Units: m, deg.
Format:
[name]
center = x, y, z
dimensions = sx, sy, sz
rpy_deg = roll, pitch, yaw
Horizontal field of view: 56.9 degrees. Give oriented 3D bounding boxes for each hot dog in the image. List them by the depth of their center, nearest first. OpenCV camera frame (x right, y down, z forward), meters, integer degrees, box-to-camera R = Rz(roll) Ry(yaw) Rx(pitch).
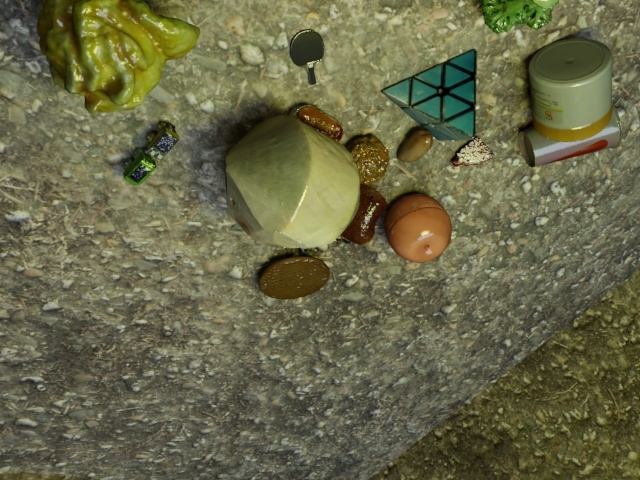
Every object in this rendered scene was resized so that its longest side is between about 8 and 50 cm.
[hot dog]
center = -0.014, -0.332, 1.733
dimensions = 0.191, 0.059, 0.108
rpy_deg = 17, 126, -38

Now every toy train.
[toy train]
center = -0.460, -0.234, 1.600
dimensions = 0.202, 0.081, 0.060
rpy_deg = -43, 133, 17

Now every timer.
[timer]
center = 0.338, -0.043, 2.059
dimensions = 0.230, 0.214, 0.229
rpy_deg = -8, 133, -9

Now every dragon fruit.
[dragon fruit]
center = 0.517, -0.290, 2.032
dimensions = 0.131, 0.063, 0.097
rpy_deg = -37, 103, 11

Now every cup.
[cup]
center = 0.842, -0.360, 2.023
dimensions = 0.289, 0.203, 0.203
rpy_deg = -19, 136, 2

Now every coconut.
[coconut]
center = -0.103, -0.152, 1.643
dimensions = 0.416, 0.344, 0.415
rpy_deg = 5, 168, 1

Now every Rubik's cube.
[Rubik's cube]
center = 0.367, -0.407, 1.773
dimensions = 0.233, 0.228, 0.229
rpy_deg = -14, -166, 41

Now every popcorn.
[popcorn]
center = -0.435, -0.437, 1.282
dimensions = 0.326, 0.289, 0.321
rpy_deg = 6, 133, -5

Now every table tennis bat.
[table tennis bat]
center = -0.032, -0.494, 1.600
dimensions = 0.095, 0.014, 0.158
rpy_deg = -19, 134, -9

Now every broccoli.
[broccoli]
center = 0.551, -0.662, 1.528
dimensions = 0.269, 0.269, 0.254
rpy_deg = -27, 121, 1

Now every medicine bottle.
[medicine bottle]
center = 0.776, -0.467, 1.839
dimensions = 0.238, 0.237, 0.231
rpy_deg = -27, 135, 1

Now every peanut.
[peanut]
center = 0.304, -0.299, 1.895
dimensions = 0.076, 0.076, 0.152
rpy_deg = 7, 149, -30

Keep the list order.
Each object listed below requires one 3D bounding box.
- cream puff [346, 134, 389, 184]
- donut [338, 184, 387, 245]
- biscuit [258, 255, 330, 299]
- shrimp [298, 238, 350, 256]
[cream puff]
center = 0.146, -0.243, 1.846
dimensions = 0.150, 0.115, 0.165
rpy_deg = -42, 135, 12
[donut]
center = 0.132, -0.080, 1.967
dimensions = 0.186, 0.126, 0.144
rpy_deg = -53, 150, -8
[biscuit]
center = -0.095, 0.133, 2.124
dimensions = 0.262, 0.037, 0.261
rpy_deg = -9, 145, -7
[shrimp]
center = 0.000, 0.000, 2.058
dimensions = 0.220, 0.046, 0.152
rpy_deg = 17, 122, -32
